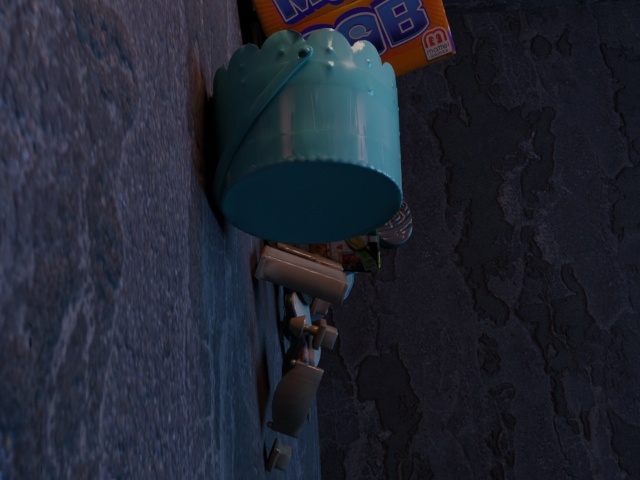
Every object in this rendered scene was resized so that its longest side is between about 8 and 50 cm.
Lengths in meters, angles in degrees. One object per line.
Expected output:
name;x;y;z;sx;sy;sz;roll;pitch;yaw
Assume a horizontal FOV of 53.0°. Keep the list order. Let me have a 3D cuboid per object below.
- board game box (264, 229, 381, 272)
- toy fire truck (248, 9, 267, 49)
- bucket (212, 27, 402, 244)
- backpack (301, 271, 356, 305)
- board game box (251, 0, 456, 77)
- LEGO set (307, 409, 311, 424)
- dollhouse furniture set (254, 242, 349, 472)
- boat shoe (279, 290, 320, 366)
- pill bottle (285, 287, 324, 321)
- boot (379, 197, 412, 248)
board game box;0.000;0.000;1.396;0.030;0.259;0.136;-48;136;-64
toy fire truck;-0.136;-0.439;1.420;0.135;0.047;0.192;67;15;-75
bucket;-0.017;-0.124;0.871;0.281;0.281;0.183;83;4;-65
backpack;0.007;0.030;1.623;0.225;0.191;0.254;-57;133;-66
board game box;0.051;-0.554;1.424;0.356;0.356;0.356;-93;161;-60
LEGO set;-0.073;0.408;1.934;0.182;0.060;0.245;-136;-139;-73
dollhouse furniture set;-0.089;0.206;1.264;0.303;0.173;0.356;-97;-153;-80
boat shoe;-0.062;0.228;1.650;0.255;0.079;0.095;73;26;-43
pill bottle;-0.045;0.119;1.911;0.124;0.124;0.222;84;2;-56
boot;0.076;-0.033;1.867;0.367;0.146;0.445;56;-27;20
